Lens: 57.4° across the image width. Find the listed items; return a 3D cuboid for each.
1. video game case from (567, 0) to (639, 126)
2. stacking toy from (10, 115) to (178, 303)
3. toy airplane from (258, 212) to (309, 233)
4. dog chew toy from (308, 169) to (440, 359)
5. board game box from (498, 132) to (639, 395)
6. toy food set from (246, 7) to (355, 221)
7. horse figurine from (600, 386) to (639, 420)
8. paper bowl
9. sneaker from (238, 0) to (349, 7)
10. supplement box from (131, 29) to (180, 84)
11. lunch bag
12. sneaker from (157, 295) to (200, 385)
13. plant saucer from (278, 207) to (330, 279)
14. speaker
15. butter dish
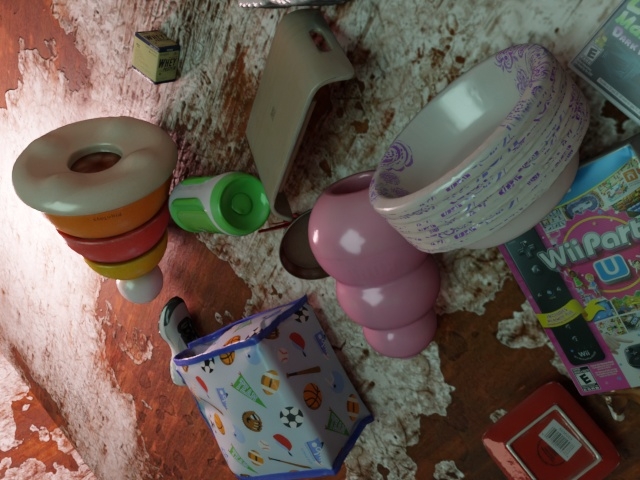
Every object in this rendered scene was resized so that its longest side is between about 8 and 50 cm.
[{"bbox_3d":[0.426,-0.218,0.692,0.190,0.022,0.173,47,132,14],"label":"video game case"},{"bbox_3d":[-0.486,-0.021,1.400,0.351,0.351,0.479,28,138,29],"label":"stacking toy"},{"bbox_3d":[-0.053,-0.035,1.128,0.151,0.151,0.028,-15,86,43],"label":"toy airplane"},{"bbox_3d":[0.106,0.054,0.979,0.207,0.207,0.331,1,117,40],"label":"dog chew toy"},{"bbox_3d":[0.393,0.041,0.792,0.224,0.098,0.303,-30,89,44],"label":"board game box"},{"bbox_3d":[-0.040,-0.213,1.012,0.219,0.093,0.306,-111,33,-40],"label":"toy food set"},{"bbox_3d":[0.538,0.242,0.784,0.263,0.066,0.174,-24,99,47],"label":"horse figurine"},{"bbox_3d":[0.210,-0.102,0.760,0.148,0.284,0.284,42,138,-19],"label":"paper bowl"},{"bbox_3d":[-0.040,-0.432,0.926,0.281,0.105,0.115,16,117,40],"label":"sneaker"},{"bbox_3d":[-0.354,-0.393,1.252,0.083,0.056,0.083,38,130,22],"label":"supplement box"},{"bbox_3d":[-0.129,0.336,1.283,0.386,0.239,0.327,-27,93,37],"label":"lunch bag"},{"bbox_3d":[-0.349,0.267,1.543,0.108,0.100,0.271,3,116,25],"label":"sneaker"},{"bbox_3d":[0.000,0.000,1.080,0.029,0.169,0.168,-122,35,-49],"label":"plant saucer"},{"bbox_3d":[-0.213,-0.073,1.186,0.297,0.131,0.131,5,114,59],"label":"speaker"},{"bbox_3d":[0.363,0.328,0.945,0.160,0.118,0.160,-40,78,3],"label":"butter dish"}]
